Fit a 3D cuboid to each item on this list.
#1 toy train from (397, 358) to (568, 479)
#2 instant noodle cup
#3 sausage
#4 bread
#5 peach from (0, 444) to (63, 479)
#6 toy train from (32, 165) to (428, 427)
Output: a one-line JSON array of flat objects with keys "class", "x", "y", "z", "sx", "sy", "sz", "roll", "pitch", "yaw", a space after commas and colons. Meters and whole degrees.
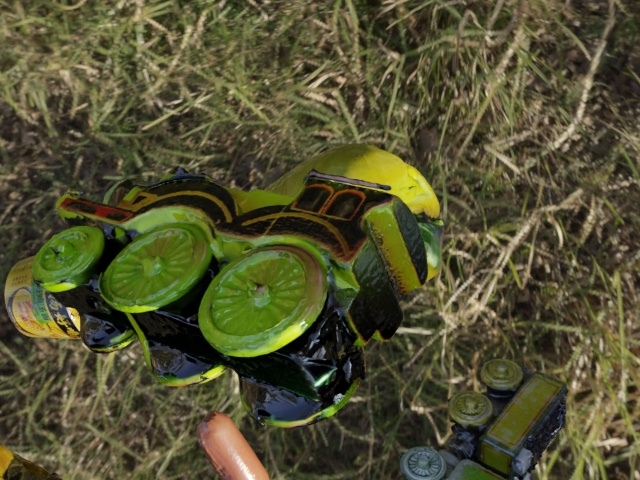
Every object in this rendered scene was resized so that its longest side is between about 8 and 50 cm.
[{"class": "toy train", "x": 0.106, "y": 0.159, "z": 0.535, "sx": 0.081, "sy": 0.202, "sz": 0.060, "roll": 22, "pitch": 135, "yaw": 35}, {"class": "instant noodle cup", "x": -0.353, "y": 0.075, "z": 1.088, "sx": 0.122, "sy": 0.151, "sz": 0.151, "roll": -11, "pitch": 106, "yaw": 19}, {"class": "sausage", "x": -0.154, "y": 0.388, "z": 1.386, "sx": 0.077, "sy": 0.077, "sz": 0.194, "roll": -28, "pitch": 103, "yaw": 17}, {"class": "bread", "x": 0.000, "y": 0.000, "z": 1.150, "sx": 0.251, "sy": 0.208, "sz": 0.376, "roll": 22, "pitch": 145, "yaw": -34}, {"class": "peach", "x": -0.280, "y": 0.294, "z": 0.589, "sx": 0.238, "sy": 0.281, "sz": 0.281, "roll": 26, "pitch": 111, "yaw": 12}, {"class": "toy train", "x": -0.076, "y": 0.020, "z": 0.549, "sx": 0.296, "sy": 0.160, "sz": 0.100, "roll": 13, "pitch": 145, "yaw": 34}]
